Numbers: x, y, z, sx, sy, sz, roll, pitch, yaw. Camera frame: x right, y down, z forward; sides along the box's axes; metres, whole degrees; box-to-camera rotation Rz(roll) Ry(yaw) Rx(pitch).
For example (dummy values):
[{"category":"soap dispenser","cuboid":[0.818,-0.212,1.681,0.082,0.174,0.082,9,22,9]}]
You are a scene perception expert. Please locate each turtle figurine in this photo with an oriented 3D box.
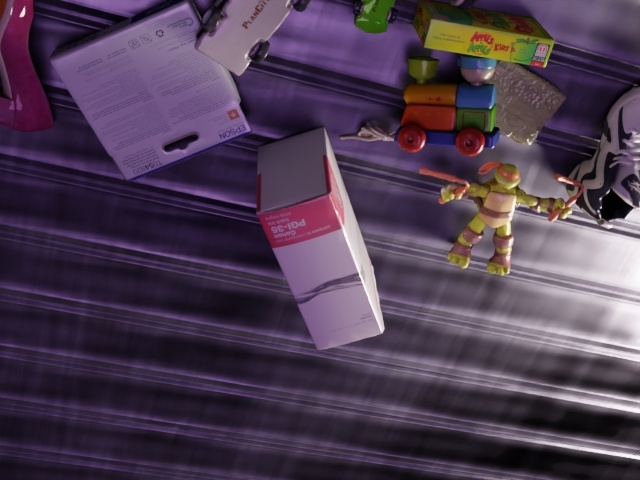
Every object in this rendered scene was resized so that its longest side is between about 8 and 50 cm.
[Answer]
[{"category":"turtle figurine","cuboid":[0.276,-0.051,1.356,0.269,0.087,0.217,5,130,-8]}]

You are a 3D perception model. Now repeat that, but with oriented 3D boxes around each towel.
[{"category":"towel","cuboid":[0.298,-0.219,1.278,0.148,0.027,0.110,24,118,-18]}]

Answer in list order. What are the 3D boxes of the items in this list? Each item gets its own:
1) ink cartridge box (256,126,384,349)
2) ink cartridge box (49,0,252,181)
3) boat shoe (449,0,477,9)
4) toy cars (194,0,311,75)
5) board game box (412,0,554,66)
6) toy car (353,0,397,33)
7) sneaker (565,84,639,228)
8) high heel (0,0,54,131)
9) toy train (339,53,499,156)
[{"category":"ink cartridge box","cuboid":[0.000,0.000,1.290,0.117,0.207,0.283,-16,124,7]},{"category":"ink cartridge box","cuboid":[-0.243,-0.220,1.214,0.223,0.045,0.224,-20,124,8]},{"category":"boat shoe","cuboid":[0.267,-0.404,1.114,0.079,0.084,0.233,31,113,-23]},{"category":"toy cars","cuboid":[-0.094,-0.413,1.073,0.176,0.087,0.394,-9,129,-12]},{"category":"board game box","cuboid":[0.231,-0.298,1.177,0.181,0.092,0.043,7,122,-10]},{"category":"toy car","cuboid":[0.091,-0.397,1.120,0.239,0.053,0.225,9,123,-11]},{"category":"sneaker","cuboid":[0.488,-0.121,1.287,0.094,0.153,0.235,23,120,-22]},{"category":"high heel","cuboid":[-0.411,-0.268,1.163,0.117,0.082,0.244,1,116,-41]},{"category":"toy train","cuboid":[0.145,-0.213,1.236,0.248,0.105,0.144,6,111,18]}]
